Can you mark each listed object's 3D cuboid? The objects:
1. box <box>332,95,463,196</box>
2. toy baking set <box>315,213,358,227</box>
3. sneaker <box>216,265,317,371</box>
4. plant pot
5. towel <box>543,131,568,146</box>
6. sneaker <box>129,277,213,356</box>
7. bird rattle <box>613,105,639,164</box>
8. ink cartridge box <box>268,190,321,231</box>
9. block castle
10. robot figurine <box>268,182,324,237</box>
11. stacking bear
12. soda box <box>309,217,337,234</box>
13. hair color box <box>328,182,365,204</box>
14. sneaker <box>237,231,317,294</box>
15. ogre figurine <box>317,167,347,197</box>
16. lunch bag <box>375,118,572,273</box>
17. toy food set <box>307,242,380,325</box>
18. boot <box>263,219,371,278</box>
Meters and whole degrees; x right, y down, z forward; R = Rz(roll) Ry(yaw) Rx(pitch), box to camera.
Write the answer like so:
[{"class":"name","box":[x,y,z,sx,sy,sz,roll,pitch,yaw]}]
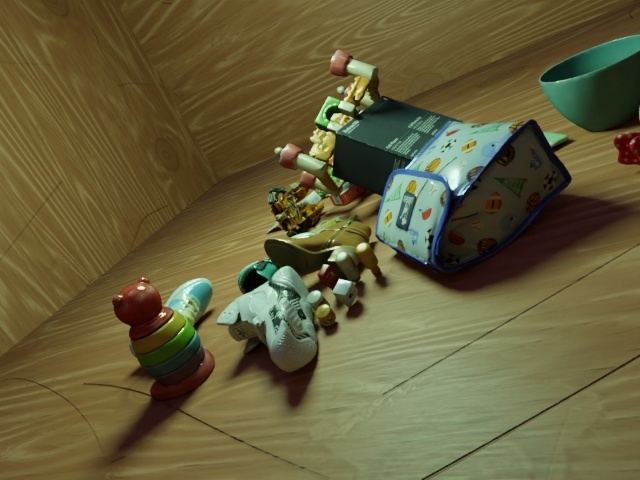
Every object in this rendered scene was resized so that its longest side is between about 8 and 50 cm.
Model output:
[{"class":"box","box":[0.261,-0.312,1.706,0.313,0.178,0.343,26,46,21]},{"class":"toy baking set","box":[0.036,-0.041,1.757,0.197,0.030,0.256,-12,25,39]},{"class":"sneaker","box":[-0.129,0.212,1.185,0.210,0.137,0.365,-33,22,11]},{"class":"plant pot","box":[0.811,-0.433,1.446,0.290,0.195,0.290,-25,19,10]},{"class":"towel","box":[0.565,-0.258,1.586,0.325,0.038,0.248,-27,19,-2]},{"class":"sneaker","box":[-0.404,0.238,1.506,0.208,0.127,0.319,-7,37,51]},{"class":"bird rattle","box":[0.770,-0.261,1.077,0.254,0.206,0.143,-7,8,27]},{"class":"ink cartridge box","box":[-0.116,-0.102,2.132,0.225,0.056,0.181,-37,9,41]},{"class":"block castle","box":[0.040,-0.410,1.808,0.213,0.303,0.452,25,85,21]},{"class":"robot figurine","box":[-0.091,-0.126,1.896,0.085,0.211,0.291,-27,8,26]},{"class":"stacking bear","box":[-0.403,0.233,1.251,0.164,0.288,0.175,-7,28,47]},{"class":"soda box","box":[-0.014,0.006,1.615,0.181,0.061,0.058,-30,35,9]},{"class":"hair color box","box":[0.127,-0.205,2.027,0.167,0.053,0.093,-38,20,-23]},{"class":"sneaker","box":[-0.128,0.084,1.509,0.296,0.123,0.178,-32,14,8]},{"class":"ogre figurine","box":[0.067,-0.268,2.224,0.197,0.096,0.118,-24,-6,-38]},{"class":"lunch bag","box":[0.330,-0.107,1.234,0.385,0.239,0.328,-46,21,-3]},{"class":"toy food set","box":[0.057,0.121,1.258,0.111,0.104,0.232,7,55,38]},{"class":"boot","box":[0.000,0.000,1.466,0.284,0.108,0.220,7,36,20]}]
